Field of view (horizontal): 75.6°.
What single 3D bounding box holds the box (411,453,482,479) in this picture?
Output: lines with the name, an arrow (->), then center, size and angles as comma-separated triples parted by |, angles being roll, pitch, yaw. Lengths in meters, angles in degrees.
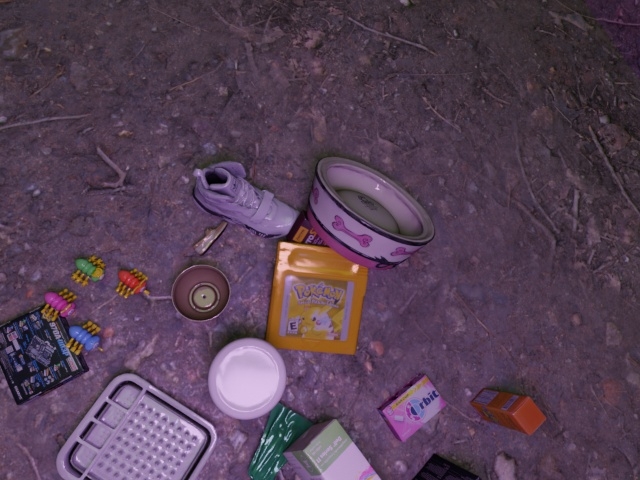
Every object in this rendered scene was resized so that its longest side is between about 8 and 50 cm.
box -> 0.333, 0.706, 1.108 | 0.184, 0.261, 0.103 | -37, 84, -17

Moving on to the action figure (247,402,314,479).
action figure -> -0.132, 0.591, 1.160 | 0.137, 0.063, 0.232 | 32, 68, -2

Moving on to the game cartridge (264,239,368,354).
game cartridge -> -0.009, 0.175, 1.246 | 0.285, 0.053, 0.324 | 7, 97, -8

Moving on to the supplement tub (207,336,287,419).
supplement tub -> -0.195, 0.361, 1.103 | 0.191, 0.272, 0.191 | 3, 74, -9

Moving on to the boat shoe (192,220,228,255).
boat shoe -> -0.346, -0.015, 1.298 | 0.045, 0.050, 0.135 | 39, 72, -4

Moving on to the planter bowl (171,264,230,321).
planter bowl -> -0.346, 0.161, 1.218 | 0.162, 0.109, 0.162 | 2, 75, -9

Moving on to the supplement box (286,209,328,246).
supplement box -> 0.000, 0.000, 1.295 | 0.188, 0.081, 0.104 | 27, 107, -19

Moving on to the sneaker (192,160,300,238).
sneaker -> -0.223, -0.121, 1.266 | 0.365, 0.210, 0.137 | 19, 72, -5

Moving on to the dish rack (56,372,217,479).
dish rack -> -0.476, 0.552, 1.104 | 0.333, 0.072, 0.285 | 33, 71, 0

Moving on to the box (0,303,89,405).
box -> -0.771, 0.305, 1.130 | 0.175, 0.051, 0.220 | -28, 81, -17

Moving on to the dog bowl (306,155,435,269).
dog bowl -> 0.137, -0.079, 1.260 | 0.408, 0.150, 0.408 | 23, 32, -15

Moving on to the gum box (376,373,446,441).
gum box -> 0.281, 0.504, 1.260 | 0.188, 0.062, 0.107 | -32, 83, -17

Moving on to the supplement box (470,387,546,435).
supplement box -> 0.546, 0.500, 1.220 | 0.080, 0.233, 0.078 | -37, 84, -14

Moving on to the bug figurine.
bug figurine -> -0.633, 0.164, 1.154 | 0.216, 0.072, 0.279 | 34, 61, -5

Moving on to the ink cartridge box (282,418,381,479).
ink cartridge box -> 0.074, 0.649, 1.050 | 0.119, 0.207, 0.353 | -33, 77, -32
